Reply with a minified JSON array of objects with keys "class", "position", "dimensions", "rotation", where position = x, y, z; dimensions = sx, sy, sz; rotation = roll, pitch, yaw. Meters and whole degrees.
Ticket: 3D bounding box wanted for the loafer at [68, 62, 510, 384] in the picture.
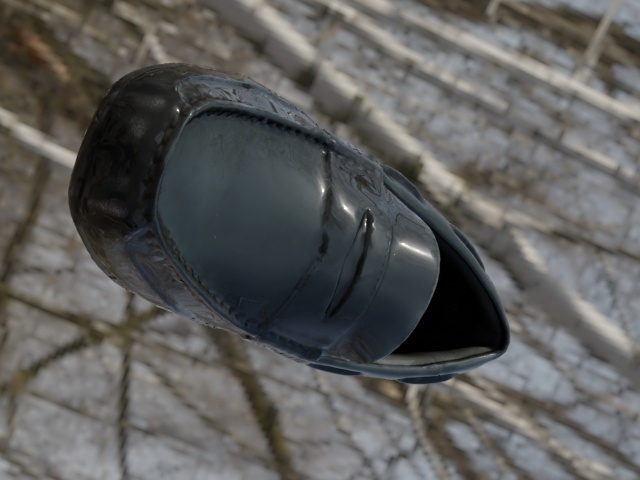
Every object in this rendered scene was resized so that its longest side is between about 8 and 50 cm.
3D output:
[{"class":"loafer","position":[0.000,0.000,0.601],"dimensions":[0.078,0.223,0.076],"rotation":[19,-95,27]}]
